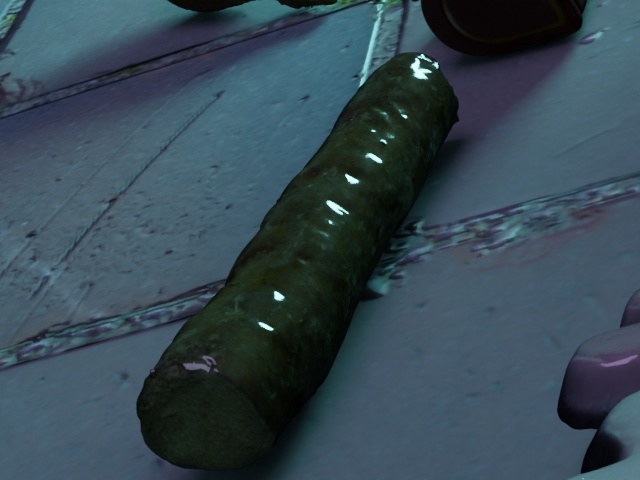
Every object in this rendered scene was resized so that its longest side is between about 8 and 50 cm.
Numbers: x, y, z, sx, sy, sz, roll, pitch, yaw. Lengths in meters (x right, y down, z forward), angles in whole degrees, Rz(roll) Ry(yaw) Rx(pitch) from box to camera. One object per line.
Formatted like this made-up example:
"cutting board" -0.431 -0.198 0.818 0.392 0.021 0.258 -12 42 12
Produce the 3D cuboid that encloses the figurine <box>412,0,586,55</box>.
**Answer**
"figurine" 0.095 -0.157 1.015 0.098 0.082 0.154 -33 19 28

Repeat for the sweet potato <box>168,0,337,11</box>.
"sweet potato" -0.071 -0.176 1.197 0.068 0.068 0.226 -35 41 -22

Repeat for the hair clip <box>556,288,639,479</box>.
"hair clip" 0.138 0.058 0.567 0.146 0.075 0.257 -17 21 24

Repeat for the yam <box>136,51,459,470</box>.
"yam" 0.000 0.000 0.797 0.061 0.061 0.274 -9 28 28
